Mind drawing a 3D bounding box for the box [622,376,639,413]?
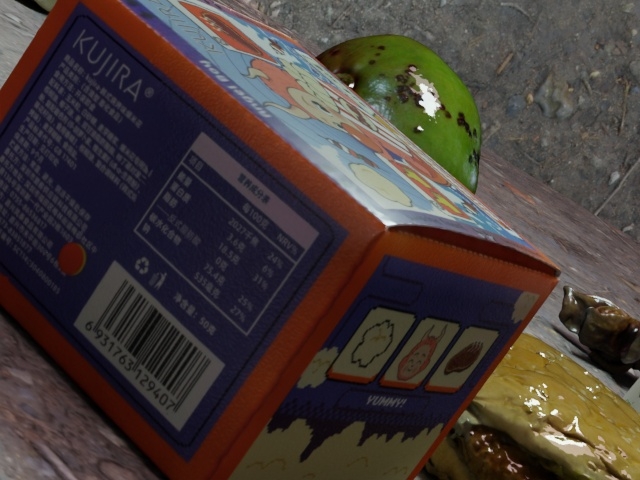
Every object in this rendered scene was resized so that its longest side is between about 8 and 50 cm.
[{"bbox_3d":[0.472,0.171,2.090,0.062,0.260,0.175,35,12,-11],"label":"box"}]

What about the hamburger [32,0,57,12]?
[{"bbox_3d":[-0.385,-0.393,2.330,0.173,0.116,0.210,28,13,-17],"label":"hamburger"}]

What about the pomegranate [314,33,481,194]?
[{"bbox_3d":[0.103,-0.102,2.163,0.323,0.291,0.291,39,9,-22],"label":"pomegranate"}]

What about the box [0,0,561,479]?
[{"bbox_3d":[-0.055,0.001,1.323,0.348,0.257,0.318,41,15,29],"label":"box"}]

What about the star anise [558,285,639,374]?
[{"bbox_3d":[0.445,0.150,2.528,0.220,0.099,0.214,29,-2,-5],"label":"star anise"}]

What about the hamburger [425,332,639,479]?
[{"bbox_3d":[0.215,0.193,1.592,0.259,0.144,0.283,36,17,-6],"label":"hamburger"}]
